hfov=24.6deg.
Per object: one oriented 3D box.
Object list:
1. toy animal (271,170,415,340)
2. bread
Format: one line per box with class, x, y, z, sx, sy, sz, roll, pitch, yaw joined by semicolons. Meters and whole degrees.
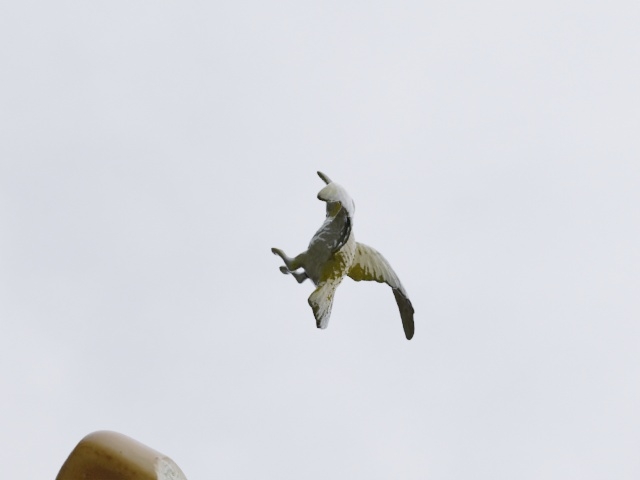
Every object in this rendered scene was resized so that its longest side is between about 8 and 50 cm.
toy animal;0.000;0.000;1.363;0.155;0.095;0.219;56;-1;38
bread;-0.085;0.140;0.743;0.103;0.062;0.049;20;-13;21
